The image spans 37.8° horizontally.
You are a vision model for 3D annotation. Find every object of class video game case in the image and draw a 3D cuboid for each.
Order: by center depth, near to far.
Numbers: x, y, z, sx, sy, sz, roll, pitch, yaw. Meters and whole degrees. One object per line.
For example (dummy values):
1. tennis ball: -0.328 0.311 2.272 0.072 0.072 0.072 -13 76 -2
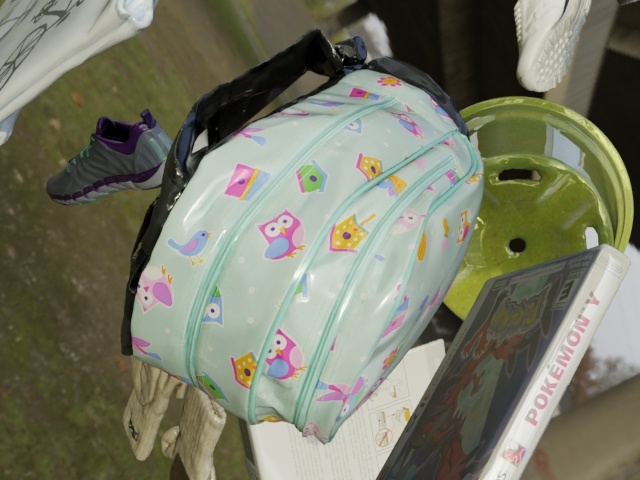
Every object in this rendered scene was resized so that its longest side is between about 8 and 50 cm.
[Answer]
1. video game case: 0.102 0.095 0.588 0.023 0.183 0.201 32 -12 -4

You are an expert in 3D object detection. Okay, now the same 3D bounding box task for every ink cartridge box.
1. ink cartridge box: 0.042 0.261 1.055 0.060 0.238 0.275 20 -57 63

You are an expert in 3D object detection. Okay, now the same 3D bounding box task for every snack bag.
1. snack bag: -0.171 -0.179 0.666 0.037 0.342 0.323 43 44 -28

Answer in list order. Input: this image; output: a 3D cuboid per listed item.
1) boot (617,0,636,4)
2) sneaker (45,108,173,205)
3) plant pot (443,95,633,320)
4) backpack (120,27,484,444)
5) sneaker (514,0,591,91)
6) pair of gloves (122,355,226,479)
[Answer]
1. boot: 0.591 -0.539 1.388 0.138 0.284 0.377 34 66 -47
2. sneaker: -0.271 -0.110 1.169 0.098 0.223 0.083 63 35 -27
3. plant pot: 0.208 -0.014 1.004 0.276 0.276 0.254 62 15 -3
4. backpack: 0.000 0.000 0.395 0.182 0.115 0.152 -37 144 -62
5. sneaker: 0.321 -0.306 1.357 0.235 0.094 0.090 -61 149 -30
6. pair of gloves: -0.155 0.193 1.009 0.240 0.042 0.204 48 -48 50
